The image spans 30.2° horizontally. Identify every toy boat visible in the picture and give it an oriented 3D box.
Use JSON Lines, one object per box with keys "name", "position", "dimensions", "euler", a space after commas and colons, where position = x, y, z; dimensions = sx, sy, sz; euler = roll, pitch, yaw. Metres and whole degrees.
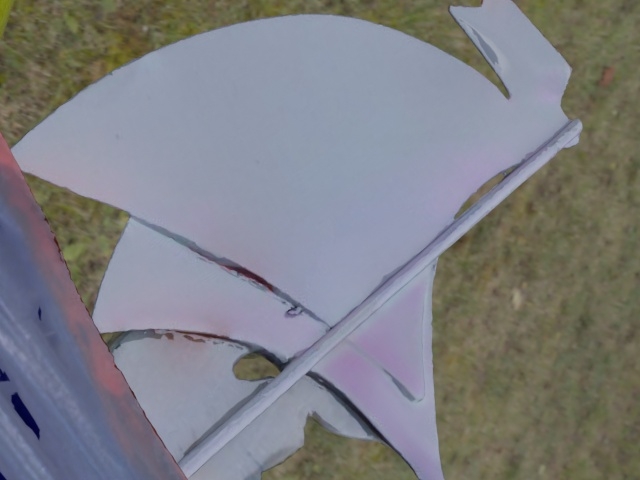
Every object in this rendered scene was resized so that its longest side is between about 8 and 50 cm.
{"name": "toy boat", "position": [-0.025, -0.008, 0.377], "dimensions": [0.219, 0.072, 0.318], "euler": [38, 63, -19]}

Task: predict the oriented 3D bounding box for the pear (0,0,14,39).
{"name": "pear", "position": [-0.309, -0.197, 0.864], "dimensions": [0.198, 0.198, 0.198], "euler": [-13, 112, -36]}
